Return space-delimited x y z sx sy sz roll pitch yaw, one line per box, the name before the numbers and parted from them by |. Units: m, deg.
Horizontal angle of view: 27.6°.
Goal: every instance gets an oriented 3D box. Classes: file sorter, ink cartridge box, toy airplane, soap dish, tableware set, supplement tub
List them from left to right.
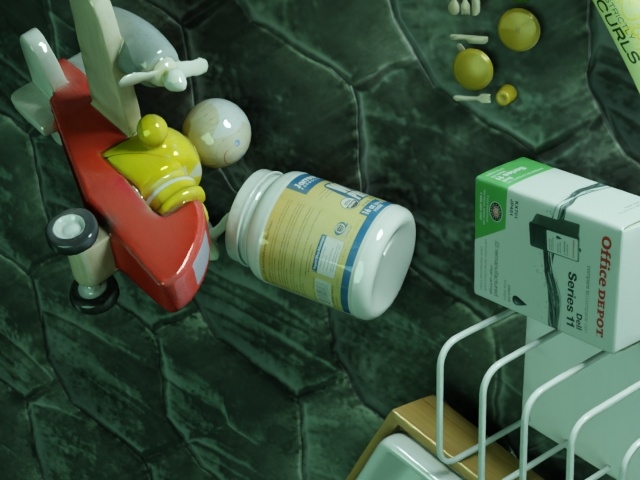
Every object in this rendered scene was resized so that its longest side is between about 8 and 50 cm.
toy airplane | -0.224 -0.118 1.610 0.272 0.386 0.385 -18 97 -8
supplement tub | 0.000 0.000 1.586 0.199 0.144 0.144 20 122 21
soap dish | 0.179 0.343 1.637 0.291 0.118 0.229 38 140 11
tableware set | 0.194 -0.223 1.440 0.104 0.024 0.154 7 115 25
ink cartridge box | 0.271 0.014 1.425 0.208 0.086 0.153 24 125 45
file sorter | 0.282 0.210 1.438 0.277 0.173 0.193 29 132 44

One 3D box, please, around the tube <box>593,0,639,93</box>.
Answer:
tube | 0.318 -0.246 1.333 0.240 0.062 0.070 57 168 -10
